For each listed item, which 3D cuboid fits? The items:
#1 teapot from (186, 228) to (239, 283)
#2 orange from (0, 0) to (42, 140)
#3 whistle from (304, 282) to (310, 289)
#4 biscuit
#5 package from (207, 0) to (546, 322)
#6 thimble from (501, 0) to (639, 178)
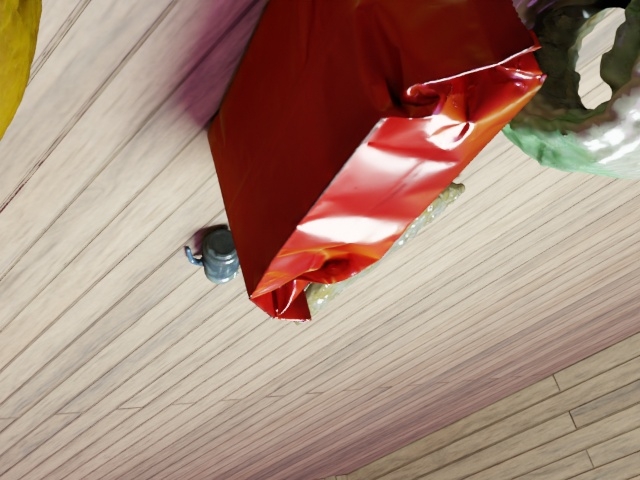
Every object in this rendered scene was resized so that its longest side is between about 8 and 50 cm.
[{"bbox_3d":[-0.130,0.022,1.043,0.063,0.049,0.083,-13,157,-16],"label":"teapot"},{"bbox_3d":[-0.262,-0.116,0.399,0.264,0.264,0.264,-16,157,-7],"label":"orange"},{"bbox_3d":[0.000,0.000,1.083,0.062,0.062,0.312,-4,153,-32],"label":"whistle"},{"bbox_3d":[0.069,0.006,1.074,0.289,0.038,0.141,-38,170,-2],"label":"biscuit"},{"bbox_3d":[0.012,-0.092,0.712,0.123,0.196,0.423,-2,153,-27],"label":"package"},{"bbox_3d":[0.248,-0.163,0.723,0.150,0.219,0.219,4,148,-43],"label":"thimble"}]
